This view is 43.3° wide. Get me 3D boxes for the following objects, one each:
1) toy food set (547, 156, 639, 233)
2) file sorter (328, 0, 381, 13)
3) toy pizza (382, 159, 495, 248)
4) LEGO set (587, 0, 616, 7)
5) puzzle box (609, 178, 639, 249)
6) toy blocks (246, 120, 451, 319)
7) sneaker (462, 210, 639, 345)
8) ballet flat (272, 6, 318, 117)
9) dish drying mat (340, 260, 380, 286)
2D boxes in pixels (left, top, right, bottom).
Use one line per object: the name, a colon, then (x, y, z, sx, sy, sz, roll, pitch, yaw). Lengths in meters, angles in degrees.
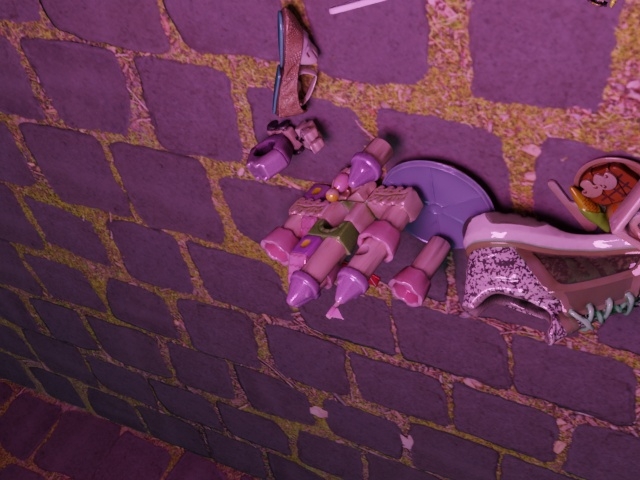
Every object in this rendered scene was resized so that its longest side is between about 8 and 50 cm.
toy food set: (0.433, -0.066, 1.175, 0.132, 0.038, 0.192, 43, 143, -17)
file sorter: (0.081, -0.397, 0.833, 0.193, 0.173, 0.278, -3, 111, 36)
toy pizza: (0.199, -0.063, 1.354, 0.201, 0.032, 0.201, 21, 145, 15)
LEGO set: (0.392, -0.281, 0.728, 0.331, 0.192, 0.255, 29, 132, 8)
puzzle box: (0.614, -0.020, 0.996, 0.409, 0.052, 0.272, 30, 118, 1)
toy blocks: (0.000, 0.000, 1.340, 0.288, 0.260, 0.309, 8, 140, 47)
sneaker: (0.402, 0.087, 1.233, 0.410, 0.182, 0.158, 10, 158, 23)
ballet flat: (-0.037, -0.274, 1.252, 0.067, 0.073, 0.206, 1, 146, -6)
dish drying mat: (0.079, 0.067, 1.619, 0.083, 0.008, 0.032, 25, 145, 7)
